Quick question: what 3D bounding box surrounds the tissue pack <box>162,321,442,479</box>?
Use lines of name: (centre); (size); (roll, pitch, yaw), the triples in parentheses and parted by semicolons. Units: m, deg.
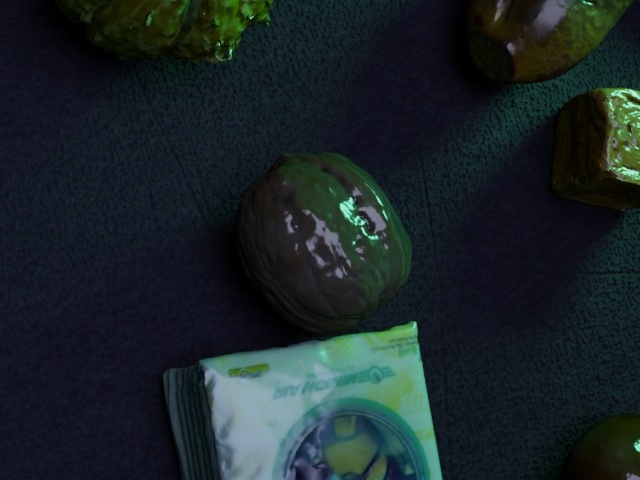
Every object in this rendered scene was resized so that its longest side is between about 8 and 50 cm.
tissue pack: (-0.003, 0.310, 1.594); (0.287, 0.162, 0.388); (-8, 84, -22)

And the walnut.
walnut: (0.000, 0.000, 1.628); (0.224, 0.224, 0.224); (3, 81, -20)

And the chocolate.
chocolate: (0.393, 0.301, 1.749); (0.177, 0.177, 0.177); (3, 81, -20)

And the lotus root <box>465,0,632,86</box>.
lotus root: (0.296, -0.326, 1.799); (0.193, 0.193, 0.291); (42, 74, -10)

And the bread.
bread: (0.399, -0.119, 1.824); (0.158, 0.143, 0.149); (6, 80, -24)

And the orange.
orange: (-0.181, -0.354, 1.600); (0.301, 0.223, 0.300); (-1, 93, -24)
